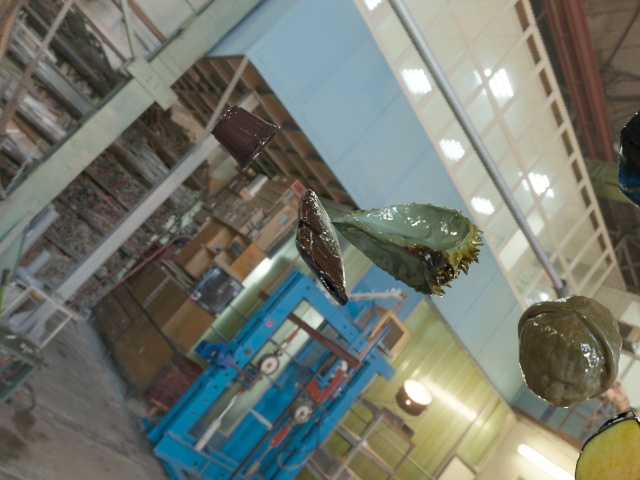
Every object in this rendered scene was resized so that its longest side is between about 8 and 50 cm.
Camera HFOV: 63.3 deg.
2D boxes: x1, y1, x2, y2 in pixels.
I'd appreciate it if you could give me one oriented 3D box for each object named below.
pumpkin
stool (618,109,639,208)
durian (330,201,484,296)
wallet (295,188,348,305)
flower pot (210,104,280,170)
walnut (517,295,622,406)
[{"bbox_3d":[0.497,0.406,0.818,0.312,0.169,0.148,50,12,3],"label":"pumpkin"},{"bbox_3d":[0.508,-0.112,0.648,0.232,0.232,0.141,51,12,-41],"label":"stool"},{"bbox_3d":[0.127,0.012,0.770,0.139,0.144,0.252,0,23,-33],"label":"durian"},{"bbox_3d":[0.000,0.000,0.910,0.137,0.031,0.255,57,12,-23],"label":"wallet"},{"bbox_3d":[-0.143,-0.196,0.952,0.089,0.111,0.111,41,-12,-8],"label":"flower pot"},{"bbox_3d":[0.678,0.292,1.425,0.285,0.297,0.285,39,-39,41],"label":"walnut"}]
